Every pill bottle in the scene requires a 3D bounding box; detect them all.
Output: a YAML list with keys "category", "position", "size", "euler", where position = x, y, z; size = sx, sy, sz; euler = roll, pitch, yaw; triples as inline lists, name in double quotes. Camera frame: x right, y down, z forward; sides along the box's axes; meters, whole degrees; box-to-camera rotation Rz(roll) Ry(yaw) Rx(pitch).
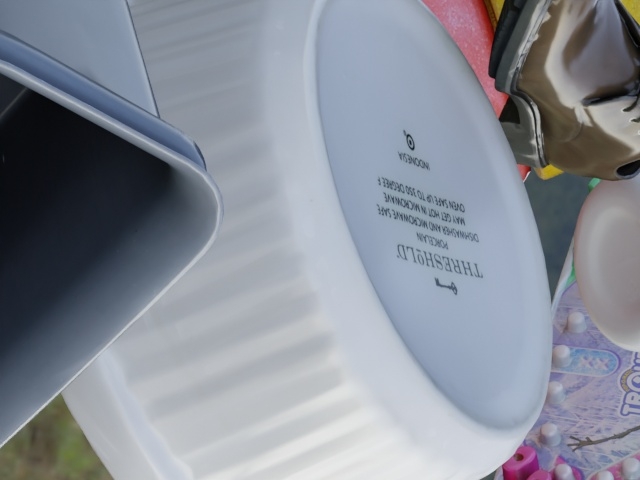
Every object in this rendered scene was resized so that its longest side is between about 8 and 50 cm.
- category: "pill bottle"
  position: [0.247, 0.005, 0.924]
  size: [0.103, 0.184, 0.103]
  euler: [175, -90, -65]

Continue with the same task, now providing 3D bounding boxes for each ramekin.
- category: "ramekin"
  position: [0.000, 0.000, 0.705]
  size: [0.273, 0.127, 0.273]
  euler: [42, 37, -43]

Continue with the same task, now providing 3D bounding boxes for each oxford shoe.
- category: "oxford shoe"
  position: [0.135, -0.089, 0.772]
  size: [0.227, 0.096, 0.083]
  euler: [50, 60, -71]

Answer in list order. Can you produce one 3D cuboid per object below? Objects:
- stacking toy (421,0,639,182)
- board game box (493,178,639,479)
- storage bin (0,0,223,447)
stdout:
- category: "stacking toy"
  position: [0.095, -0.135, 1.069]
  size: [0.350, 0.480, 0.351]
  euler: [-19, 90, -88]
- category: "board game box"
  position: [0.348, 0.102, 1.184]
  size: [0.050, 0.390, 0.390]
  euler: [79, 26, -42]
- category: "storage bin"
  position: [-0.101, -0.017, 0.383]
  size: [0.135, 0.098, 0.091]
  euler: [-43, -142, 26]
